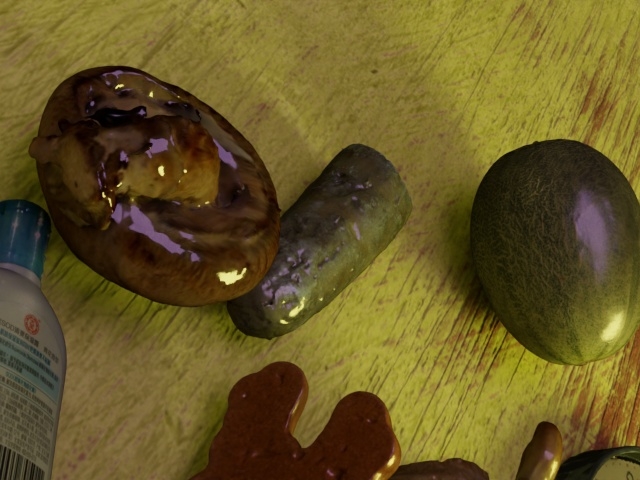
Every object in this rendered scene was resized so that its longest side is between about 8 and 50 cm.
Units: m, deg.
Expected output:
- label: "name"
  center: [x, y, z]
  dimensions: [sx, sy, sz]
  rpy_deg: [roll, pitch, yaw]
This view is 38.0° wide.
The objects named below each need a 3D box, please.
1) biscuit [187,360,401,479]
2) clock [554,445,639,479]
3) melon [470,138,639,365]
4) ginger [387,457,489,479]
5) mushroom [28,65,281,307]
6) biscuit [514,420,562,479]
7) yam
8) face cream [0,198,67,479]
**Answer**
- label: "biscuit"
  center: [-0.055, 0.277, 0.899]
  dimensions: [0.334, 0.201, 0.047]
  rpy_deg: [-62, 152, -28]
- label: "clock"
  center: [0.451, 0.477, 1.296]
  dimensions: [0.386, 0.076, 0.386]
  rpy_deg: [19, 57, -33]
- label: "melon"
  center: [0.341, 0.014, 1.325]
  dimensions: [0.248, 0.248, 0.329]
  rpy_deg: [-1, 72, -41]
- label: "ginger"
  center: [0.068, 0.328, 1.011]
  dimensions: [0.354, 0.126, 0.190]
  rpy_deg: [-17, 53, -42]
- label: "mushroom"
  center: [-0.173, -0.054, 0.938]
  dimensions: [0.283, 0.195, 0.263]
  rpy_deg: [37, 33, -66]
- label: "biscuit"
  center: [0.229, 0.332, 1.104]
  dimensions: [0.047, 0.208, 0.164]
  rpy_deg: [24, 38, 17]
- label: "yam"
  center: [0.000, 0.000, 1.123]
  dimensions: [0.133, 0.133, 0.330]
  rpy_deg: [52, 47, -7]
- label: "face cream"
  center: [-0.292, 0.109, 0.824]
  dimensions: [0.163, 0.080, 0.337]
  rpy_deg: [50, 29, -47]
